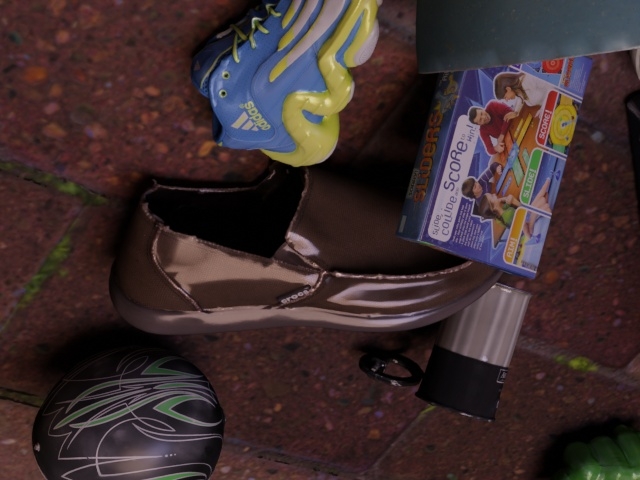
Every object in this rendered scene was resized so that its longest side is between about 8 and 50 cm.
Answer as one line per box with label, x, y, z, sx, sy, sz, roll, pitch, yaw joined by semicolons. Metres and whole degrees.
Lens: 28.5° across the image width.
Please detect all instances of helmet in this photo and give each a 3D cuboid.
helmet;-0.177;0.177;1.176;0.169;0.169;0.161;-23;151;1

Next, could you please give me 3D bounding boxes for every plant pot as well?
plant pot;0.200;-0.235;0.890;0.290;0.290;0.196;-10;99;-12

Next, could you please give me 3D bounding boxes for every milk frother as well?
milk frother;0.124;0.095;1.268;0.143;0.129;0.135;18;89;0

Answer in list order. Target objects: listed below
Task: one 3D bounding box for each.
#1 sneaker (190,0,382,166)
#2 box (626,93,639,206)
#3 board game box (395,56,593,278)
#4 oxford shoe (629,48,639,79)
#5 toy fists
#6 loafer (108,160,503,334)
sneaker;-0.031;-0.150;0.974;0.126;0.091;0.240;-3;134;-17
box;0.467;0.048;1.210;0.212;0.294;0.395;-23;136;0
board game box;0.150;-0.081;1.071;0.136;0.035;0.201;18;86;-33
oxford shoe;0.469;-0.253;1.049;0.449;0.130;0.169;-38;132;13
toy fists;0.402;0.292;1.555;0.279;0.096;0.142;7;138;-28
loafer;0.000;0.000;1.096;0.365;0.134;0.130;-8;134;-14
